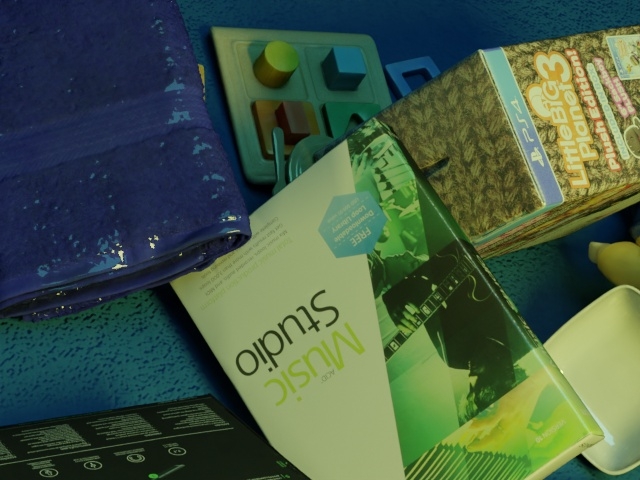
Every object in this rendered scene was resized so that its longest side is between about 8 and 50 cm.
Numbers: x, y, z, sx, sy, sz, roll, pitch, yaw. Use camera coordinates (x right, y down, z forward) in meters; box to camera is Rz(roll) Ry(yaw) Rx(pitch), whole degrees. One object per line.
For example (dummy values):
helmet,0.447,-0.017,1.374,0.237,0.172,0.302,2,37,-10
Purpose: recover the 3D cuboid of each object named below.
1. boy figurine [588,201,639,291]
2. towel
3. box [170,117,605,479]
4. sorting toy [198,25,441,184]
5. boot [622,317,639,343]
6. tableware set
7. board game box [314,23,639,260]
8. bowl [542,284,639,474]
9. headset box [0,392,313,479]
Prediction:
boy figurine,0.344,0.007,1.553,0.177,0.092,0.285,-7,20,11
towel,-0.204,-0.090,1.406,0.227,0.076,0.308,-16,65,-6
box,0.047,0.094,1.343,0.322,0.232,0.058,56,14,17
sorting toy,-0.005,-0.139,1.592,0.347,0.047,0.196,-1,58,-26
boot,0.393,0.132,1.576,0.161,0.083,0.246,-28,73,-43
tableware set,0.000,0.000,1.484,0.128,0.039,0.194,9,69,-37
board game box,0.187,-0.078,1.479,0.291,0.232,0.141,-14,80,-43
bowl,0.277,0.129,1.498,0.142,0.142,0.053,52,13,16
headset box,-0.121,0.231,1.117,0.246,0.131,0.283,-7,21,-32
